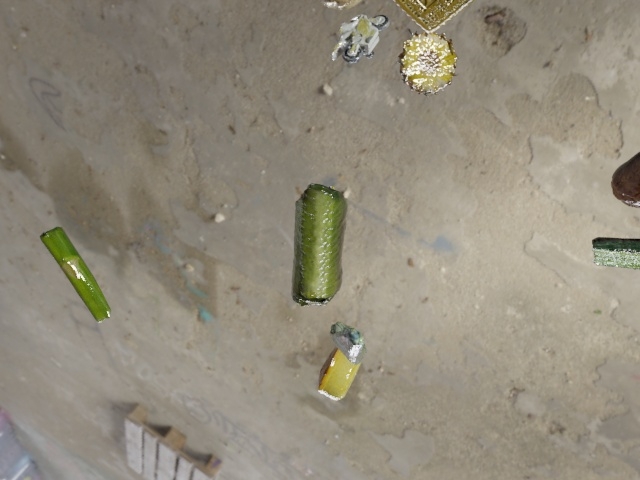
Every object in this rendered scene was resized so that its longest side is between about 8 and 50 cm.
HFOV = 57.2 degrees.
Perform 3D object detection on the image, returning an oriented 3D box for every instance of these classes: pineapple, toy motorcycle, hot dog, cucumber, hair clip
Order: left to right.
[{"bbox_3d":[0.039,0.138,0.804,0.066,0.036,0.229,47,176,7],"label":"hair clip"},{"bbox_3d":[0.114,-0.644,1.849,0.151,0.229,0.074,27,159,25],"label":"toy motorcycle"},{"bbox_3d":[0.330,-0.557,1.825,0.221,0.221,0.047,49,176,-13],"label":"pineapple"},{"bbox_3d":[0.598,0.025,1.091,0.220,0.046,0.070,4,145,0],"label":"cucumber"},{"bbox_3d":[0.577,-0.128,0.958,0.099,0.160,0.227,60,165,10],"label":"hot dog"}]

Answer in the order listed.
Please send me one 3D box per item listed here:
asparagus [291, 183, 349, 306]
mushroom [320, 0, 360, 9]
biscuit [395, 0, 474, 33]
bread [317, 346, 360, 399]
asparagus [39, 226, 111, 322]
[{"bbox_3d":[0.000,0.000,1.192,0.108,0.128,0.382,30,143,21],"label":"asparagus"},{"bbox_3d":[0.059,-0.757,1.712,0.166,0.127,0.166,0,109,1],"label":"mushroom"},{"bbox_3d":[0.287,-0.589,1.312,0.172,0.029,0.254,33,137,-26],"label":"biscuit"},{"bbox_3d":[0.050,0.318,1.473,0.086,0.156,0.125,26,150,9],"label":"bread"},{"bbox_3d":[-0.408,0.057,0.989,0.045,0.041,0.178,-16,107,57],"label":"asparagus"}]
